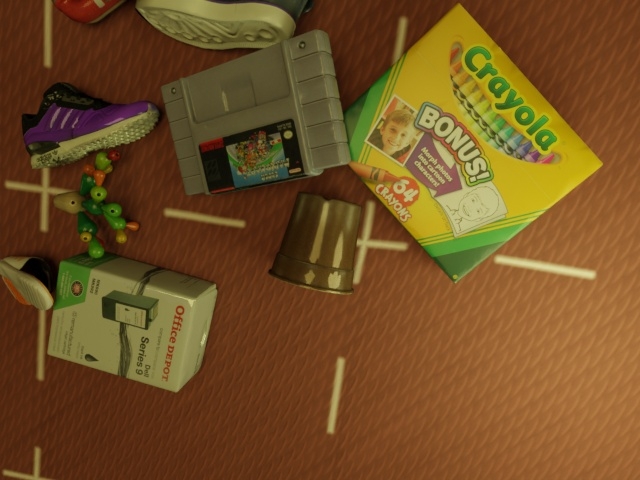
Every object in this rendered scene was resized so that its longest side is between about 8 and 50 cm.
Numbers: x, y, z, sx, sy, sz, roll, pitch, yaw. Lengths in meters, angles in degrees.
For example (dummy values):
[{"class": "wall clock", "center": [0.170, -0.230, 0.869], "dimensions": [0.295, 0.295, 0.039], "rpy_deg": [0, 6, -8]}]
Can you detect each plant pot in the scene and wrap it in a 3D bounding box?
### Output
[{"class": "plant pot", "center": [0.000, 0.000, 0.881], "dimensions": [0.167, 0.167, 0.165], "rpy_deg": [13, 92, 5]}]

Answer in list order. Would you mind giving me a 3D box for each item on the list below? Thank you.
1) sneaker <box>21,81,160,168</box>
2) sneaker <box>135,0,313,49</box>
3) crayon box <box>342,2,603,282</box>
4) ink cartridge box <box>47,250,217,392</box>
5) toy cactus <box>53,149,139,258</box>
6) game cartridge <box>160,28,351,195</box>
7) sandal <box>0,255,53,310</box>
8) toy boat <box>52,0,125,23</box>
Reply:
[{"class": "sneaker", "center": [-0.471, -0.250, 0.923], "dimensions": [0.294, 0.102, 0.146], "rpy_deg": [-16, 96, 10]}, {"class": "sneaker", "center": [-0.161, -0.486, 0.847], "dimensions": [0.323, 0.130, 0.236], "rpy_deg": [13, 83, 18]}, {"class": "crayon box", "center": [0.239, -0.164, 0.839], "dimensions": [0.313, 0.106, 0.363], "rpy_deg": [-42, 91, 12]}, {"class": "ink cartridge box", "center": [-0.387, 0.162, 0.970], "dimensions": [0.289, 0.121, 0.211], "rpy_deg": [14, 100, 5]}, {"class": "toy cactus", "center": [-0.472, -0.079, 0.967], "dimensions": [0.181, 0.112, 0.218], "rpy_deg": [8, 103, 25]}, {"class": "game cartridge", "center": [-0.129, -0.212, 0.851], "dimensions": [0.355, 0.068, 0.230], "rpy_deg": [-7, 95, 28]}, {"class": "sandal", "center": [-0.603, 0.086, 0.988], "dimensions": [0.265, 0.076, 0.101], "rpy_deg": [10, 124, 39]}, {"class": "toy boat", "center": [-0.425, -0.518, 0.846], "dimensions": [0.231, 0.151, 0.151], "rpy_deg": [-31, 95, 11]}]
